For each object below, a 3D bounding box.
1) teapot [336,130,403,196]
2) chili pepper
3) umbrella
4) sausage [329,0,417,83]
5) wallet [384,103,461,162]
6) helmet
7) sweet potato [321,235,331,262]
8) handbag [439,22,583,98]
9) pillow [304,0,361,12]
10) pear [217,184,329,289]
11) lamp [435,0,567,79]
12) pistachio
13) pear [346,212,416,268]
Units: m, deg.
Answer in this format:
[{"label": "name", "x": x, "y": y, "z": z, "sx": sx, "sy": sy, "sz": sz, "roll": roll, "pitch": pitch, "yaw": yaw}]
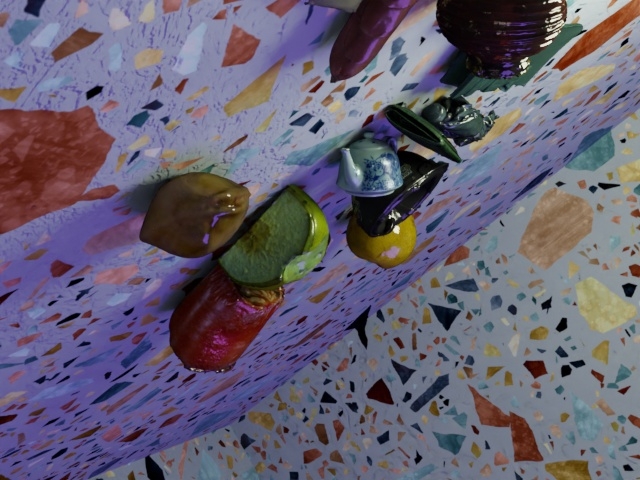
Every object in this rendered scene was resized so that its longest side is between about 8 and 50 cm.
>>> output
[{"label": "teapot", "x": 0.118, "y": -0.188, "z": 1.919, "sx": 0.232, "sy": 0.159, "sz": 0.159, "roll": -26, "pitch": 164, "yaw": -51}, {"label": "chili pepper", "x": -0.237, "y": 0.190, "z": 2.160, "sx": 0.251, "sy": 0.229, "sz": 0.305, "roll": 19, "pitch": 133, "yaw": -35}, {"label": "umbrella", "x": 0.339, "y": -0.307, "z": 2.046, "sx": 0.143, "sy": 0.094, "sz": 0.348, "roll": -34, "pitch": 163, "yaw": 25}, {"label": "sausage", "x": 0.135, "y": -0.420, "z": 1.326, "sx": 0.087, "sy": 0.088, "sz": 0.433, "roll": -14, "pitch": 154, "yaw": -49}, {"label": "wallet", "x": 0.251, "y": -0.250, "z": 1.933, "sx": 0.055, "sy": 0.160, "sz": 0.236, "roll": -56, "pitch": 160, "yaw": 8}, {"label": "helmet", "x": 0.187, "y": -0.145, "z": 2.112, "sx": 0.279, "sy": 0.160, "sz": 0.230, "roll": -44, "pitch": 165, "yaw": -7}, {"label": "sweet potato", "x": 0.000, "y": 0.000, "z": 2.348, "sx": 0.067, "sy": 0.067, "sz": 0.274, "roll": -30, "pitch": 161, "yaw": -10}, {"label": "handbag", "x": 0.438, "y": -0.435, "z": 1.875, "sx": 0.326, "sy": 0.089, "sz": 0.238, "roll": -19, "pitch": 159, "yaw": -45}, {"label": "pillow", "x": 0.069, "y": -0.428, "z": 1.238, "sx": 0.208, "sy": 0.053, "sz": 0.119, "roll": -47, "pitch": 162, "yaw": 31}, {"label": "pear", "x": -0.085, "y": 0.023, "z": 2.019, "sx": 0.292, "sy": 0.159, "sz": 0.292, "roll": -41, "pitch": 166, "yaw": -12}, {"label": "lamp", "x": 0.324, "y": -0.409, "z": 1.461, "sx": 0.247, "sy": 0.247, "sz": 0.247, "roll": -30, "pitch": 164, "yaw": -10}, {"label": "pistachio", "x": -0.239, "y": -0.050, "z": 1.592, "sx": 0.212, "sy": 0.163, "sz": 0.260, "roll": -15, "pitch": -179, "yaw": 10}, {"label": "pear", "x": 0.182, "y": -0.026, "z": 2.378, "sx": 0.208, "sy": 0.209, "sz": 0.209, "roll": -30, "pitch": 164, "yaw": -10}]
